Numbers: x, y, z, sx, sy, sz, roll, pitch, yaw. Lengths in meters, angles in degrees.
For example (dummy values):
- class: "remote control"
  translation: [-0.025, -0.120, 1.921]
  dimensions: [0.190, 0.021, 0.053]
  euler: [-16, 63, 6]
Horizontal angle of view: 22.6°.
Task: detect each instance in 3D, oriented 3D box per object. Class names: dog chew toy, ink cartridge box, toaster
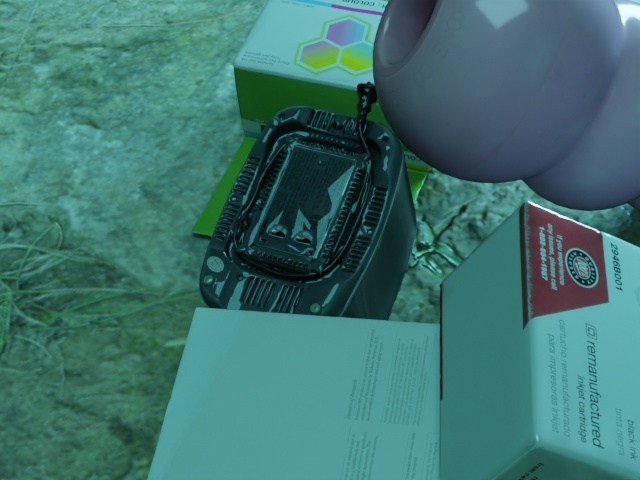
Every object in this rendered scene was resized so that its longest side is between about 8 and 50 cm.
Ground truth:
- class: "dog chew toy"
  translation: [0.210, -0.119, 1.309]
  dimensions: [0.332, 0.206, 0.206]
  euler: [22, 43, -22]
- class: "ink cartridge box"
  translation: [0.011, -0.109, 1.425]
  dimensions: [0.189, 0.097, 0.255]
  euler: [12, 50, 16]
- class: "ink cartridge box"
  translation: [0.223, 0.120, 1.081]
  dimensions: [0.273, 0.114, 0.197]
  euler: [22, 47, -21]
- class: "toaster"
  translation: [0.000, 0.000, 1.272]
  dimensions: [0.129, 0.146, 0.227]
  euler: [13, 66, 18]

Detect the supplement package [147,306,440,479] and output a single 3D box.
- class: "supplement package"
  translation: [-0.001, 0.171, 1.134]
  dimensions: [0.203, 0.149, 0.194]
  euler: [4, 48, 10]
